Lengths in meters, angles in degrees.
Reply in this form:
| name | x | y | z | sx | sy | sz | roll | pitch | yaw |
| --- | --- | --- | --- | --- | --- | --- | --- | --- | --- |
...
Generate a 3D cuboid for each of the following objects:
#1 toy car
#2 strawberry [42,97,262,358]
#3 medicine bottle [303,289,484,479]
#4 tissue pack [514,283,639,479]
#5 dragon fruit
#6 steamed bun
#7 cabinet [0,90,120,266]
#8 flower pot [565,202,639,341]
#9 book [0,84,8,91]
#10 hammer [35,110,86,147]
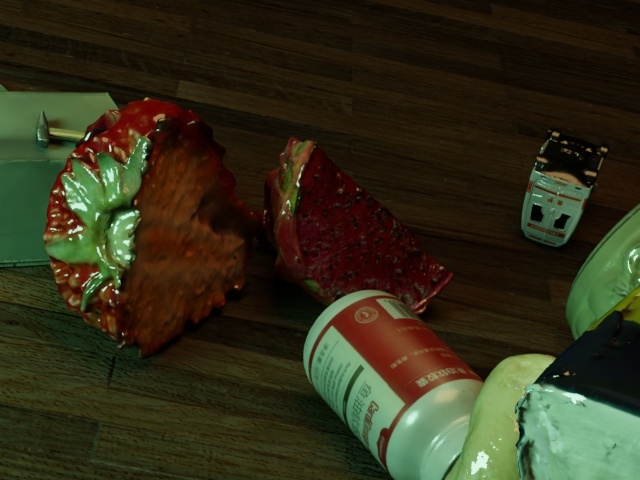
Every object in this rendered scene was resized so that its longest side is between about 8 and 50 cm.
| name | x | y | z | sx | sy | sz | roll | pitch | yaw |
| --- | --- | --- | --- | --- | --- | --- | --- | --- | --- |
| toy car | 0.323 | -0.073 | 2.307 | 0.089 | 0.108 | 0.210 | 16 | 23 | 9 |
| strawberry | -0.189 | -0.032 | 1.842 | 0.150 | 0.253 | 0.280 | 11 | 21 | 25 |
| medicine bottle | 0.091 | 0.161 | 1.720 | 0.131 | 0.131 | 0.250 | -4 | 33 | -32 |
| tissue pack | 0.373 | 0.161 | 1.476 | 0.264 | 0.253 | 0.416 | 16 | 33 | 34 |
| dragon fruit | 0.000 | 0.000 | 1.997 | 0.262 | 0.134 | 0.211 | 41 | -7 | -28 |
| steamed bun | 0.201 | 0.215 | 1.573 | 0.231 | 0.212 | 0.110 | -18 | 19 | -42 |
| cabinet | -0.319 | -0.069 | 1.935 | 0.206 | 0.150 | 0.145 | -3 | 37 | -32 |
| flower pot | 0.444 | 0.086 | 1.880 | 0.307 | 0.307 | 0.244 | -10 | 49 | -38 |
| book | -0.442 | -0.179 | 2.232 | 0.103 | 0.017 | 0.135 | -8 | 34 | -38 |
| hammer | -0.214 | -0.108 | 1.897 | 0.199 | 0.013 | 0.062 | 8 | 33 | -19 |
